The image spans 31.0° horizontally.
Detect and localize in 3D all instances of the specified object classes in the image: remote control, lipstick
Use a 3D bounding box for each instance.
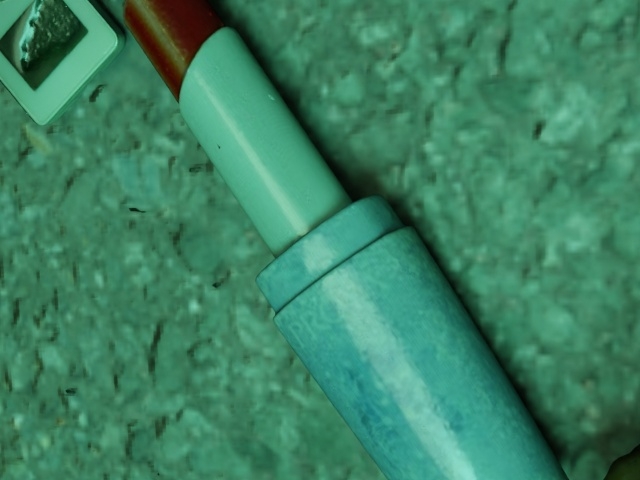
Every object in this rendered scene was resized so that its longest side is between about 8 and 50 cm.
[{"bbox_3d":[-0.158,-0.136,0.545,0.065,0.029,0.166,-42,84,19],"label":"remote control"},{"bbox_3d":[0.000,0.000,0.475,0.068,0.061,0.274,-38,82,23],"label":"lipstick"}]

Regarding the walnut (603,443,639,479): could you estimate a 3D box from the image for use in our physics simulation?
[{"bbox_3d":[0.194,0.085,0.338,0.141,0.204,0.238,43,110,-2],"label":"walnut"}]
